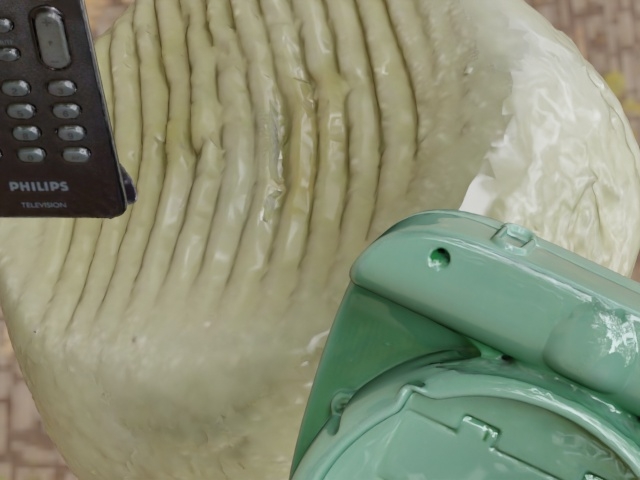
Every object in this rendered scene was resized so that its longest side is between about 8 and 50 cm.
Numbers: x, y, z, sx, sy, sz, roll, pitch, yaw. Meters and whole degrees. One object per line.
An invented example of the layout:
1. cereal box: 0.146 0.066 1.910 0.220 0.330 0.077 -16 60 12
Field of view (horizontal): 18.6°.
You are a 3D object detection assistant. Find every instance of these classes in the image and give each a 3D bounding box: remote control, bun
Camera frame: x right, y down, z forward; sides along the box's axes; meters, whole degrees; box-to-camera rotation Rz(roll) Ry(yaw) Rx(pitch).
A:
1. remote control: -0.053 -0.040 0.328 0.016 0.034 0.091 -81 169 -45
2. bun: 0.000 0.000 1.009 0.227 0.352 0.349 51 29 -40

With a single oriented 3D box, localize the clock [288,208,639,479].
1. clock: 0.054 0.096 0.585 0.060 0.148 0.188 -35 147 -76
